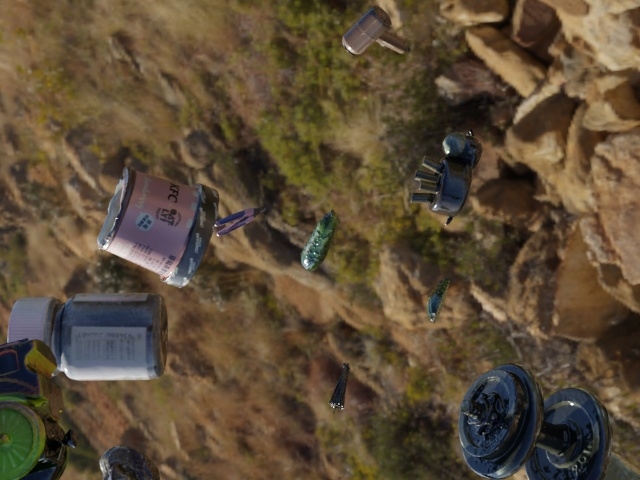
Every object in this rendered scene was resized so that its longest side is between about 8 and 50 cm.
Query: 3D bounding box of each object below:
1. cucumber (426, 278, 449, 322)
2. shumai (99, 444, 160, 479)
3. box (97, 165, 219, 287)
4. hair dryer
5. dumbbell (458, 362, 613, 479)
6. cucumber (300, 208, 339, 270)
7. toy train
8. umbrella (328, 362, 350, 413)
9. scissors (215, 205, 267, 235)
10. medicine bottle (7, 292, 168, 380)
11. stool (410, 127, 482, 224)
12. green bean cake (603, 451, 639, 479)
[{"bbox_3d":[0.247,0.133,1.855,0.035,0.107,0.067,18,124,13],"label":"cucumber"},{"bbox_3d":[-0.424,0.518,1.893,0.105,0.139,0.123,-99,-7,-67],"label":"shumai"},{"bbox_3d":[-0.233,-0.025,1.214,0.151,0.135,0.151,-53,25,37],"label":"box"},{"bbox_3d":[0.147,-0.470,2.014,0.117,0.181,0.064,-40,54,33],"label":"hair dryer"},{"bbox_3d":[0.345,0.311,1.386,0.192,0.289,0.192,-48,29,39],"label":"dumbbell"},{"bbox_3d":[0.000,0.000,2.199,0.069,0.069,0.227,62,145,29],"label":"cucumber"},{"bbox_3d":[-0.402,0.206,0.880,0.100,0.296,0.161,90,163,-67],"label":"toy train"},{"bbox_3d":[0.032,0.227,1.315,0.020,0.031,0.083,-18,48,42],"label":"umbrella"},{"bbox_3d":[-0.157,-0.043,1.712,0.012,0.113,0.039,51,157,39],"label":"scissors"},{"bbox_3d":[-0.430,0.180,1.616,0.165,0.273,0.165,-179,90,-87],"label":"medicine bottle"},{"bbox_3d":[0.274,-0.147,1.859,0.125,0.121,0.217,-135,62,-85],"label":"stool"},{"bbox_3d":[0.571,0.519,1.702,0.109,0.085,0.179,38,95,29],"label":"green bean cake"}]
